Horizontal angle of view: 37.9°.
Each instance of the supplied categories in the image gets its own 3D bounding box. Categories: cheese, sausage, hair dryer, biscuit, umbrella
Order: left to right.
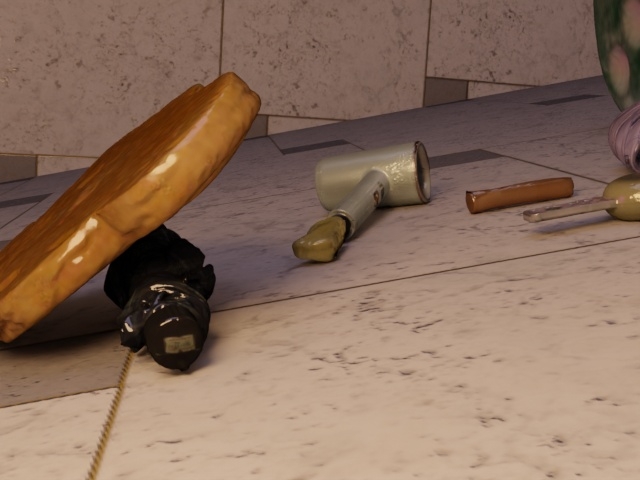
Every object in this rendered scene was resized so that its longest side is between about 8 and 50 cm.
[{"bbox_3d":[-0.183,-0.015,0.754,0.376,0.051,0.269,-23,25,45],"label":"biscuit"},{"bbox_3d":[-0.112,0.042,0.687,0.071,0.080,0.224,24,4,-18],"label":"umbrella"},{"bbox_3d":[0.000,0.000,0.888,0.044,0.030,0.083,-1,18,10],"label":"cheese"},{"bbox_3d":[0.040,-0.043,1.041,0.131,0.073,0.236,-7,20,19],"label":"hair dryer"},{"bbox_3d":[0.213,-0.049,0.987,0.116,0.026,0.026,-9,11,-6],"label":"sausage"},{"bbox_3d":[0.276,-0.037,0.836,0.192,0.037,0.097,-11,9,-8],"label":"cheese"}]

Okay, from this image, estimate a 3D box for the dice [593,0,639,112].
[{"bbox_3d":[0.630,-0.361,1.417,0.330,0.348,0.328,-9,9,-6],"label":"dice"}]

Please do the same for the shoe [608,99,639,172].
[{"bbox_3d":[0.436,-0.142,1.026,0.245,0.095,0.137,-26,12,24],"label":"shoe"}]
